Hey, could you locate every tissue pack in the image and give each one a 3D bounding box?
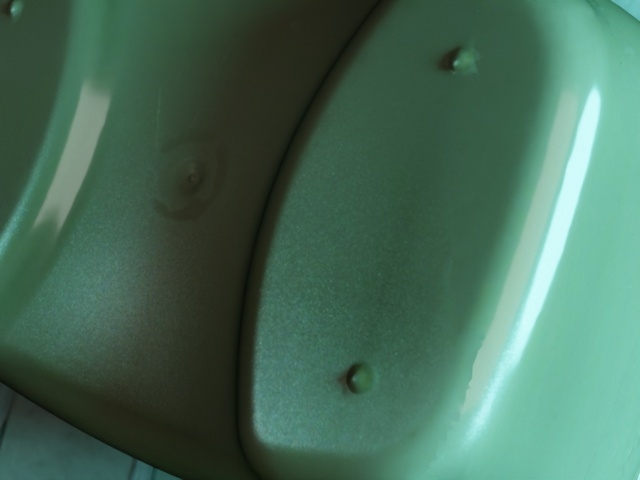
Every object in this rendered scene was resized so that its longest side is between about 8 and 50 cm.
[{"bbox_3d":[0.000,0.000,0.546,0.387,0.277,0.267,13,80,36],"label":"tissue pack"}]
